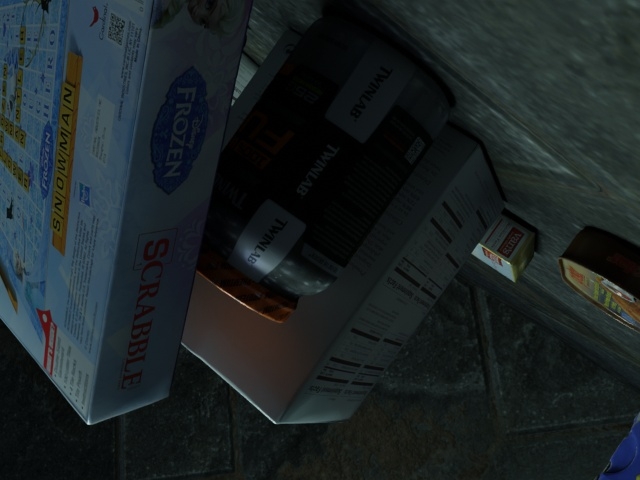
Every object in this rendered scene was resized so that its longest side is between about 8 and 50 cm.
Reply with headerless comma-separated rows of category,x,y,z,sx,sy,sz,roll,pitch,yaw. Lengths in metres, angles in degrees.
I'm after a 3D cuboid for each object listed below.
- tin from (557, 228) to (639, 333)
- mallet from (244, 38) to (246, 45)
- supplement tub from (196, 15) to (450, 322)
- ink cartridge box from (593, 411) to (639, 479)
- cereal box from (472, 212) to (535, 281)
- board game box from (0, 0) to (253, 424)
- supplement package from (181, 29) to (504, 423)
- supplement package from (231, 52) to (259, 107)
tin,0.254,0.040,0.667,0.106,0.040,0.190,31,180,21
mallet,-0.150,-0.250,0.804,0.190,0.039,0.062,40,-175,20
supplement tub,-0.008,-0.046,0.549,0.117,0.190,0.117,35,-179,0
ink cartridge box,0.428,0.299,0.903,0.151,0.270,0.395,34,180,42
cereal box,0.132,-0.043,0.909,0.240,0.047,0.173,35,-179,16
board game box,-0.184,-0.103,0.518,0.066,0.318,0.318,-12,-141,-44
supplement package,0.000,0.000,0.718,0.199,0.262,0.198,36,-179,22
supplement package,-0.234,-0.243,1.029,0.262,0.145,0.204,35,-179,32
